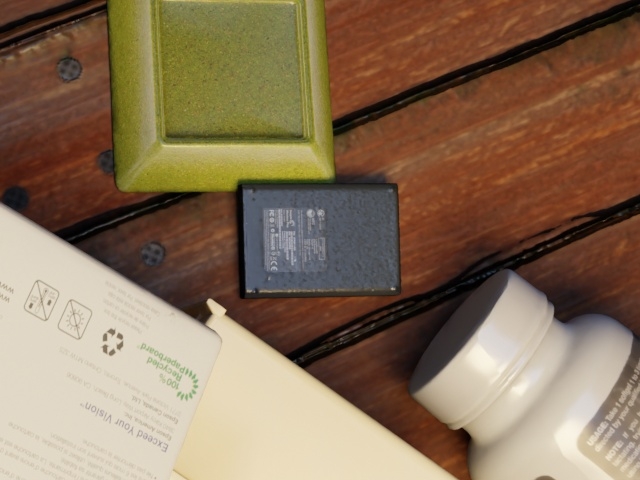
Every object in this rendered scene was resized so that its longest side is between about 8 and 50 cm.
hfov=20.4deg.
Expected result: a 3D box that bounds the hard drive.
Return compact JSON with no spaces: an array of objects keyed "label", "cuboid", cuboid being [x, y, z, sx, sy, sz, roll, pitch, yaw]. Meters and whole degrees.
[{"label":"hard drive","cuboid":[0.000,0.000,1.470,0.135,0.022,0.094,-1,86,-16]}]

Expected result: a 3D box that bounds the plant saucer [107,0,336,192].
[{"label":"plant saucer","cuboid":[-0.077,-0.136,1.468,0.188,0.045,0.188,-1,80,-16]}]

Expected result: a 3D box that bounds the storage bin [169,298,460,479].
[{"label":"storage bin","cuboid":[-0.028,0.170,1.311,0.262,0.260,0.123,35,80,-7]}]

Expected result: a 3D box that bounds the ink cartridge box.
[{"label":"ink cartridge box","cuboid":[-0.235,0.136,1.013,0.324,0.071,0.330,36,69,-41]}]

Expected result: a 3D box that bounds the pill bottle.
[{"label":"pill bottle","cuboid":[0.230,0.171,1.427,0.318,0.176,0.176,39,72,-6]}]
